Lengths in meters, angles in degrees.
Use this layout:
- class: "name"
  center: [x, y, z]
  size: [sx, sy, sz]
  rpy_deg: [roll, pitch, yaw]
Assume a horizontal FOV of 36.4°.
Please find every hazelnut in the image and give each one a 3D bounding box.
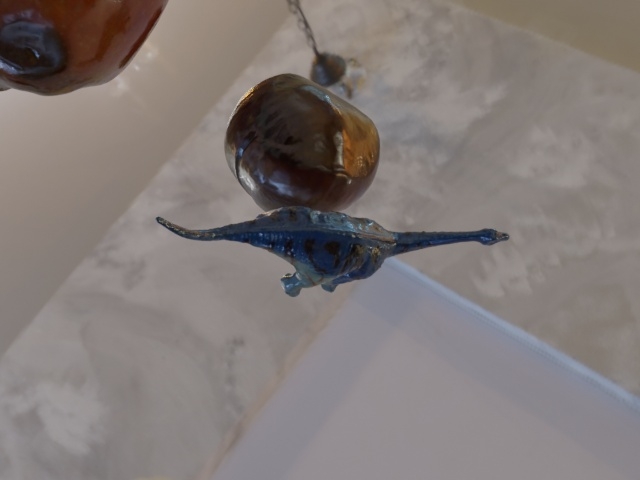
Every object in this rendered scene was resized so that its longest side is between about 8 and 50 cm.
- class: "hazelnut"
  center: [-0.035, -0.129, 1.432]
  size: [0.229, 0.229, 0.229]
  rpy_deg: [-10, -121, 17]

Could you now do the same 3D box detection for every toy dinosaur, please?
- class: "toy dinosaur"
  center: [0.004, 0.008, 0.934]
  size: [0.329, 0.144, 0.076]
  rpy_deg: [4, -106, -12]

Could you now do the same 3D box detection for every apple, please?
- class: "apple"
  center: [-0.235, -0.230, 0.838]
  size: [0.230, 0.230, 0.230]
  rpy_deg: [-10, -121, 17]
